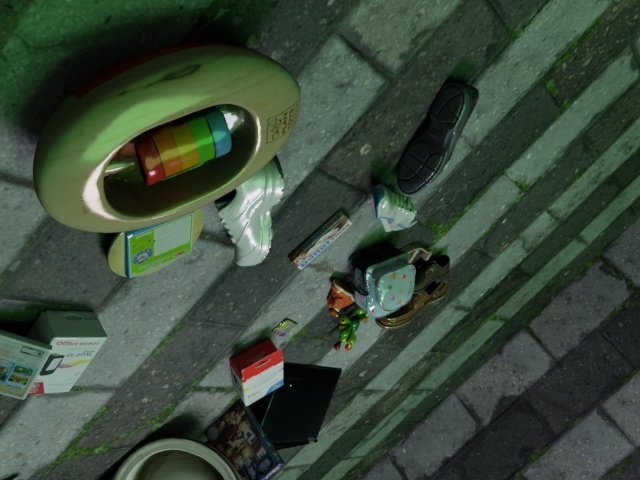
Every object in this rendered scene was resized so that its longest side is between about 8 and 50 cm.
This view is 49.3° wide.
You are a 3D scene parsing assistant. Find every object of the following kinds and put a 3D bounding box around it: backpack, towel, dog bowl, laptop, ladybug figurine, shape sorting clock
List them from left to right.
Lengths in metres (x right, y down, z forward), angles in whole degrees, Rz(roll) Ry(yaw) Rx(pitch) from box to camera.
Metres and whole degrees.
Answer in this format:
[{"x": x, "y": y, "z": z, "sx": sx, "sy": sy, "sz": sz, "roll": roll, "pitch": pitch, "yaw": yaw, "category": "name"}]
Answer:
[{"x": -0.322, "y": -0.003, "z": 1.370, "sx": 0.206, "sy": 0.040, "sz": 0.206, "roll": -32, "pitch": 151, "yaw": -20, "category": "shape sorting clock"}, {"x": -0.237, "y": -0.178, "z": 1.100, "sx": 0.449, "sy": 0.162, "sz": 0.305, "roll": -24, "pitch": 148, "yaw": -24, "category": "ladybug figurine"}, {"x": -0.400, "y": 0.768, "z": 2.024, "sx": 0.408, "sy": 0.408, "sz": 0.150, "roll": -40, "pitch": 169, "yaw": 2, "category": "dog bowl"}, {"x": -0.169, "y": 0.587, "z": 2.380, "sx": 0.407, "sy": 0.237, "sz": 0.382, "roll": -19, "pitch": 158, "yaw": 26, "category": "laptop"}, {"x": -0.100, "y": 0.252, "z": 2.000, "sx": 0.060, "sy": 0.009, "sz": 0.083, "roll": -44, "pitch": 151, "yaw": 8, "category": "towel"}, {"x": 0.177, "y": 0.124, "z": 1.956, "sx": 0.165, "sy": 0.144, "sz": 0.189, "roll": -22, "pitch": 130, "yaw": -30, "category": "backpack"}]

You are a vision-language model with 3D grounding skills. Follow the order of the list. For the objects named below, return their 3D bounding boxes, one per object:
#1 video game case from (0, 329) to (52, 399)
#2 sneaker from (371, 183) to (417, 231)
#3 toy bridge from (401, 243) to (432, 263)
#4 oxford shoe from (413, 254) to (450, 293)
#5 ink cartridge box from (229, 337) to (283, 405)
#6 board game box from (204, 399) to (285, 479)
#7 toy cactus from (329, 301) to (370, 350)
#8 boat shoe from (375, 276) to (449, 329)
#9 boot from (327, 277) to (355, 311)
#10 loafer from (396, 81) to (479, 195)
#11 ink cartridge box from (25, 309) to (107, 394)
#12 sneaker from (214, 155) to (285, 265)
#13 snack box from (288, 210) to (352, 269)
[{"x": -0.611, "y": 0.229, "z": 1.319, "sx": 0.157, "sy": 0.019, "sz": 0.143, "roll": 24, "pitch": 115, "yaw": -26, "category": "video game case"}, {"x": 0.184, "y": -0.088, "z": 1.742, "sx": 0.092, "sy": 0.088, "sz": 0.228, "roll": -11, "pitch": 163, "yaw": 14, "category": "sneaker"}, {"x": 0.276, "y": 0.041, "z": 2.109, "sx": 0.188, "sy": 0.026, "sz": 0.063, "roll": -10, "pitch": 138, "yaw": -41, "category": "toy bridge"}, {"x": 0.321, "y": 0.098, "z": 2.198, "sx": 0.227, "sy": 0.082, "sz": 0.096, "roll": -26, "pitch": 139, "yaw": -35, "category": "oxford shoe"}, {"x": -0.181, "y": 0.369, "z": 2.002, "sx": 0.134, "sy": 0.078, "sz": 0.231, "roll": -27, "pitch": 148, "yaw": -21, "category": "ink cartridge box"}, {"x": -0.236, "y": 0.637, "z": 2.144, "sx": 0.165, "sy": 0.243, "sz": 0.042, "roll": -44, "pitch": 150, "yaw": 9, "category": "board game box"}, {"x": 0.106, "y": 0.235, "z": 2.142, "sx": 0.180, "sy": 0.112, "sz": 0.219, "roll": -42, "pitch": 154, "yaw": -36, "category": "toy cactus"}, {"x": 0.295, "y": 0.177, "z": 2.253, "sx": 0.307, "sy": 0.110, "sz": 0.105, "roll": -29, "pitch": 147, "yaw": -35, "category": "boat shoe"}, {"x": 0.051, "y": 0.160, "z": 1.997, "sx": 0.084, "sy": 0.059, "sz": 0.158, "roll": -35, "pitch": 152, "yaw": 4, "category": "boot"}, {"x": 0.288, "y": -0.235, "z": 1.668, "sx": 0.095, "sy": 0.109, "sz": 0.303, "roll": -13, "pitch": 139, "yaw": -44, "category": "loafer"}, {"x": -0.537, "y": 0.228, "z": 1.419, "sx": 0.127, "sy": 0.072, "sz": 0.175, "roll": 10, "pitch": 126, "yaw": -52, "category": "ink cartridge box"}, {"x": -0.160, "y": -0.060, "z": 1.438, "sx": 0.129, "sy": 0.111, "sz": 0.297, "roll": -6, "pitch": 136, "yaw": -20, "category": "sneaker"}, {"x": 0.000, "y": 0.000, "z": 1.751, "sx": 0.178, "sy": 0.022, "sz": 0.064, "roll": -42, "pitch": 152, "yaw": 5, "category": "snack box"}]
